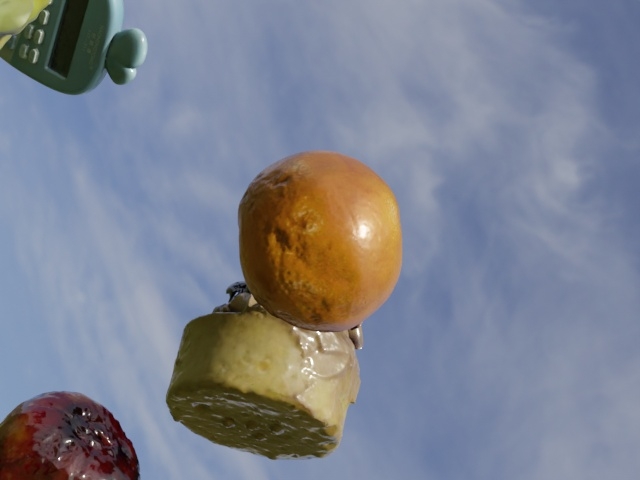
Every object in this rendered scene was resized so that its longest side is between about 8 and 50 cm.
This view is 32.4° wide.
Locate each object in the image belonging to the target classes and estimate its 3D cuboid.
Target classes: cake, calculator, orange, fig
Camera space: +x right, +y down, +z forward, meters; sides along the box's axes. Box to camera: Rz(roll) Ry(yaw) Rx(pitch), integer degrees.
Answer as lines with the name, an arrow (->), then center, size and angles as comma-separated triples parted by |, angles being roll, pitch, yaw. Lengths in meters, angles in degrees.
cake -> -0.083, 0.186, 1.928 | 0.332, 0.321, 0.332 | 12, -30, 7
calculator -> -0.365, -0.306, 1.507 | 0.303, 0.042, 0.188 | 29, -66, 11
orange -> 0.000, 0.000, 1.572 | 0.261, 0.261, 0.261 | 36, -43, 42
fig -> -0.368, 0.342, 1.516 | 0.224, 0.263, 0.224 | 26, -15, 8

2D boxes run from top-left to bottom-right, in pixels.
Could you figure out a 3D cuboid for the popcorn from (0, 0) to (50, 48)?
popcorn -> -0.249, -0.256, 0.669 | 0.274, 0.279, 0.335 | -46, -149, 51
